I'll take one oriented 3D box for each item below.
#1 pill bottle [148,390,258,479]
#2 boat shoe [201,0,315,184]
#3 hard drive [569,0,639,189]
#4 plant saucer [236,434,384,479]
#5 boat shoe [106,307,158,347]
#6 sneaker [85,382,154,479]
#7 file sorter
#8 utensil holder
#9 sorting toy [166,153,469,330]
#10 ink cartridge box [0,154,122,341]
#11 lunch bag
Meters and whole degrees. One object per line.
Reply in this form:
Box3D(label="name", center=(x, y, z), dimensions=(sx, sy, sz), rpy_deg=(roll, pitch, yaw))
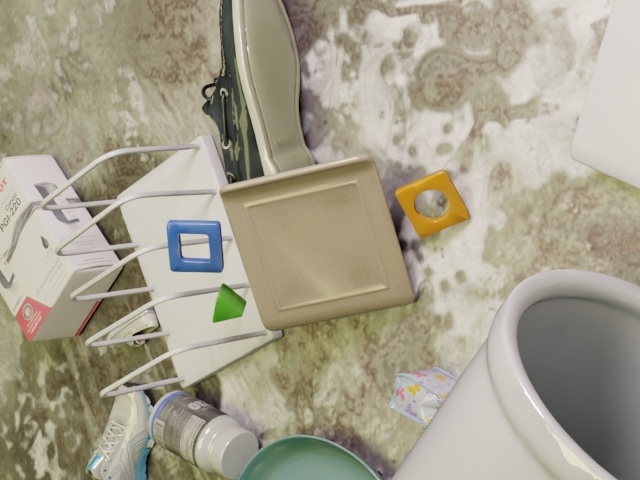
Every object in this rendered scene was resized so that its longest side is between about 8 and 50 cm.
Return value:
Box3D(label="pill bottle", center=(-0.149, 0.249, 1.927), dimensions=(0.137, 0.078, 0.078), rpy_deg=(21, 109, 39))
Box3D(label="boat shoe", center=(-0.086, -0.151, 1.791), dimensions=(0.113, 0.127, 0.340), rpy_deg=(-10, 98, 32))
Box3D(label="hard drive", center=(0.409, -0.121, 1.384), dimensions=(0.353, 0.047, 0.233), rpy_deg=(29, 114, 37))
Box3D(label="plant saucer", center=(0.009, 0.388, 1.821), dimensions=(0.317, 0.043, 0.318), rpy_deg=(5, 98, 43))
Box3D(label="boat shoe", center=(-0.252, 0.127, 2.042), dimensions=(0.100, 0.035, 0.035), rpy_deg=(-36, 68, 33))
Box3D(label="sneaker", center=(-0.277, 0.287, 2.050), dimensions=(0.071, 0.083, 0.191), rpy_deg=(16, 104, 43))
Box3D(label="file sorter", center=(-0.210, 0.035, 1.897), dimensions=(0.193, 0.173, 0.278), rpy_deg=(-31, 73, 40))
Box3D(label="utensil holder", center=(0.220, 0.276, 1.420), dimensions=(0.327, 0.327, 0.385), rpy_deg=(49, 126, 28))
Box3D(label="sorting toy", center=(0.000, 0.000, 1.710), dimensions=(0.347, 0.047, 0.196), rpy_deg=(-12, 114, 14))
Box3D(label="ink cartridge box", center=(-0.392, 0.009, 2.119), dimensions=(0.218, 0.092, 0.158), rpy_deg=(55, 127, 26))
Box3D(label="lunch bag", center=(0.130, 0.178, 1.663), dimensions=(0.083, 0.071, 0.053), rpy_deg=(23, 109, 38))
